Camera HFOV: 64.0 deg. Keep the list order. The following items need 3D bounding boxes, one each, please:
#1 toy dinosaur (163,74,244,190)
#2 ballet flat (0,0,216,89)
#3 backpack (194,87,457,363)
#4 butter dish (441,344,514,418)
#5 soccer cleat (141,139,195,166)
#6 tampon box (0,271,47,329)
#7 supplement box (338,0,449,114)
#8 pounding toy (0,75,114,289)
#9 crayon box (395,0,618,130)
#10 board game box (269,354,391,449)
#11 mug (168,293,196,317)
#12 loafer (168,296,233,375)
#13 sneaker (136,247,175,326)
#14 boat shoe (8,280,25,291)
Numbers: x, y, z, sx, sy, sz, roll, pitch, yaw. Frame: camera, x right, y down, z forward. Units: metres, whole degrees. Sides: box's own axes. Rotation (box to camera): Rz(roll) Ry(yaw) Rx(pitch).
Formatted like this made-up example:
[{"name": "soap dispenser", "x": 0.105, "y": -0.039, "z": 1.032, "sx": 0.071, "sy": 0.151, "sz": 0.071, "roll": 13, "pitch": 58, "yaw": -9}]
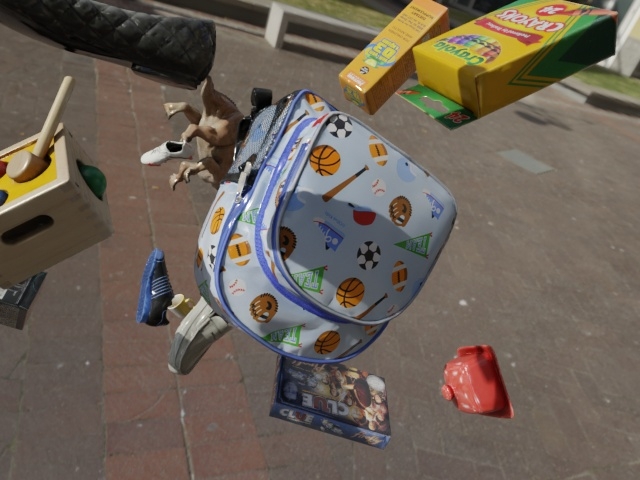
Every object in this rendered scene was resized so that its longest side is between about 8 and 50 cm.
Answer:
[{"name": "toy dinosaur", "x": -0.179, "y": -0.180, "z": 0.978, "sx": 0.201, "sy": 0.295, "sz": 0.127, "roll": -15, "pitch": 35, "yaw": -28}, {"name": "ballet flat", "x": -0.151, "y": -0.144, "z": 0.320, "sx": 0.173, "sy": 0.049, "sz": 0.057, "roll": 15, "pitch": 1, "yaw": -26}, {"name": "backpack", "x": 0.000, "y": 0.000, "z": 0.567, "sx": 0.277, "sy": 0.263, "sz": 0.213, "roll": 30, "pitch": -4, "yaw": -20}, {"name": "butter dish", "x": 0.323, "y": 0.321, "z": 1.126, "sx": 0.118, "sy": 0.160, "sz": 0.159, "roll": -11, "pitch": 79, "yaw": -16}, {"name": "soccer cleat", "x": -0.220, "y": -0.126, "z": 0.726, "sx": 0.084, "sy": 0.035, "sz": 0.029, "roll": -6, "pitch": 67, "yaw": 12}, {"name": "tampon box", "x": -0.812, "y": 0.146, "z": 1.361, "sx": 0.102, "sy": 0.161, "sz": 0.120, "roll": 25, "pitch": 51, "yaw": -21}, {"name": "supplement box", "x": 0.144, "y": -0.357, "z": 0.989, "sx": 0.078, "sy": 0.233, "sz": 0.080, "roll": 41, "pitch": -4, "yaw": 25}, {"name": "pounding toy", "x": -0.262, "y": -0.057, "z": 0.476, "sx": 0.141, "sy": 0.100, "sz": 0.130, "roll": -28, "pitch": 46, "yaw": -6}, {"name": "crayon box", "x": 0.307, "y": -0.318, "z": 0.888, "sx": 0.319, "sy": 0.081, "sz": 0.202, "roll": -27, "pitch": 39, "yaw": -7}, {"name": "board game box", "x": 0.022, "y": 0.321, "z": 1.060, "sx": 0.244, "sy": 0.042, "sz": 0.165, "roll": 20, "pitch": 28, "yaw": -10}, {"name": "mug", "x": -0.449, "y": 0.219, "z": 1.655, "sx": 0.078, "sy": 0.064, "sz": 0.062, "roll": 3, "pitch": 44, "yaw": 41}, {"name": "loafer", "x": -0.288, "y": 0.216, "z": 1.359, "sx": 0.112, "sy": 0.319, "sz": 0.112, "roll": 22, "pitch": -13, "yaw": 25}, {"name": "sneaker", "x": -0.476, "y": 0.140, "z": 1.510, "sx": 0.091, "sy": 0.081, "sz": 0.232, "roll": 19, "pitch": 64, "yaw": -33}, {"name": "boat shoe", "x": -0.663, "y": 0.027, "z": 1.067, "sx": 0.183, "sy": 0.083, "sz": 0.065, "roll": 32, "pitch": -7, "yaw": 20}]
